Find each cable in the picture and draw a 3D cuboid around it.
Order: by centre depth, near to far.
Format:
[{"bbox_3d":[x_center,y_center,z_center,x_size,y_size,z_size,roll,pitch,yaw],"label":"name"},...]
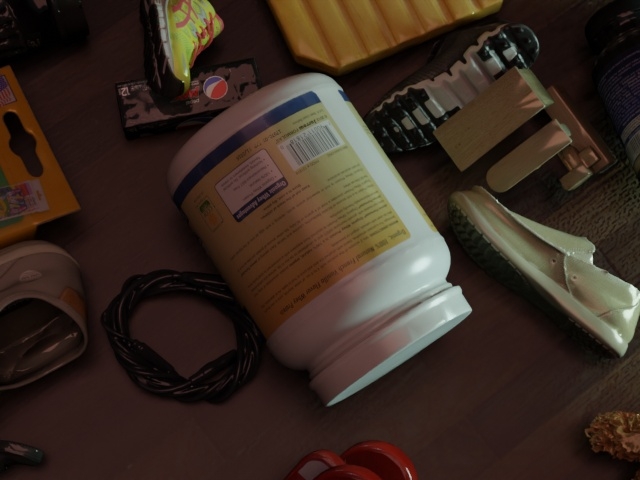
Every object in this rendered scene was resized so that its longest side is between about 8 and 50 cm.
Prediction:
[{"bbox_3d":[-0.159,0.108,1.747,0.184,0.047,0.150,6,82,-5],"label":"cable"}]

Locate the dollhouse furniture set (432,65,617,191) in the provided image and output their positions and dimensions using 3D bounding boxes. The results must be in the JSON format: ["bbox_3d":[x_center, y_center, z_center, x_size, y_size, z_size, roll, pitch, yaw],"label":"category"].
[{"bbox_3d":[0.242,-0.109,1.790,0.123,0.151,0.144,-38,81,22],"label":"dollhouse furniture set"}]

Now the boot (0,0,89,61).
[{"bbox_3d":[-0.444,-0.347,1.784,0.260,0.131,0.348,-20,80,-7],"label":"boot"}]

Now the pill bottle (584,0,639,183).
[{"bbox_3d":[0.391,-0.173,1.788,0.123,0.123,0.219,-16,66,-7],"label":"pill bottle"}]

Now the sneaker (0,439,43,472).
[{"bbox_3d":[-0.397,0.260,1.693,0.170,0.051,0.089,8,77,3],"label":"sneaker"}]

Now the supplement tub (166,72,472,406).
[{"bbox_3d":[0.000,0.000,1.680,0.228,0.228,0.316,-32,81,-9],"label":"supplement tub"}]

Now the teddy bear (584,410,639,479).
[{"bbox_3d":[0.409,0.284,1.715,0.245,0.113,0.338,9,84,6],"label":"teddy bear"}]

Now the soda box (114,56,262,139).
[{"bbox_3d":[-0.153,-0.166,1.799,0.169,0.053,0.060,-11,79,-5],"label":"soda box"}]

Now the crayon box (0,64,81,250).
[{"bbox_3d":[-0.458,-0.047,1.708,0.323,0.083,0.203,-22,74,-22],"label":"crayon box"}]

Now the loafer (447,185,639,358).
[{"bbox_3d":[0.261,0.023,1.762,0.268,0.102,0.092,42,76,-2],"label":"loafer"}]

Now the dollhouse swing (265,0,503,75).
[{"bbox_3d":[0.046,-0.425,1.761,0.347,0.315,0.305,-22,59,-8],"label":"dollhouse swing"}]

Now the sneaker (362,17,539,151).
[{"bbox_3d":[0.146,-0.187,1.812,0.234,0.106,0.078,-34,114,8],"label":"sneaker"}]

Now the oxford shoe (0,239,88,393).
[{"bbox_3d":[-0.441,0.153,1.638,0.449,0.169,0.130,-30,50,-16],"label":"oxford shoe"}]

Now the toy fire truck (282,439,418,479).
[{"bbox_3d":[0.041,0.378,1.650,0.302,0.169,0.254,43,103,7],"label":"toy fire truck"}]

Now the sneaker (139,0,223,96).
[{"bbox_3d":[-0.156,-0.244,1.776,0.094,0.081,0.208,6,47,-16],"label":"sneaker"}]
